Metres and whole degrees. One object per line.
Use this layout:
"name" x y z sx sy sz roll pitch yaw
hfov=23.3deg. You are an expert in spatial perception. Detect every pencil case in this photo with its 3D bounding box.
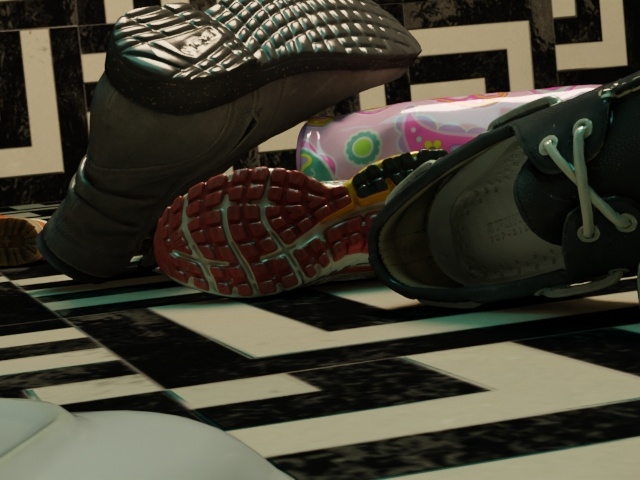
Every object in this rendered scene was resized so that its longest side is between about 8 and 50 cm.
"pencil case" 0.125 -0.050 1.199 0.284 0.124 0.124 -3 5 15

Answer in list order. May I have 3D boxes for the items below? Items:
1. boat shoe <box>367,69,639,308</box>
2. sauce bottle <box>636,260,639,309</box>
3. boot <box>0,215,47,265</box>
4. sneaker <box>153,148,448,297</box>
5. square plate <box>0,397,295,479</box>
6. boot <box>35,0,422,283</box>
"boat shoe" 0.136 -0.022 0.811 0.091 0.114 0.302 -13 -11 -33
"sauce bottle" 0.214 -0.006 0.570 0.111 0.111 0.344 -2 5 32
"boot" -0.327 0.000 1.519 0.158 0.059 0.084 5 4 17
"sneaker" 0.000 0.000 1.054 0.225 0.088 0.093 -5 -16 -4
"square plate" -0.196 0.084 0.307 0.347 0.049 0.344 -5 4 9
"boot" -0.078 -0.092 1.272 0.338 0.222 0.118 -13 50 -44
